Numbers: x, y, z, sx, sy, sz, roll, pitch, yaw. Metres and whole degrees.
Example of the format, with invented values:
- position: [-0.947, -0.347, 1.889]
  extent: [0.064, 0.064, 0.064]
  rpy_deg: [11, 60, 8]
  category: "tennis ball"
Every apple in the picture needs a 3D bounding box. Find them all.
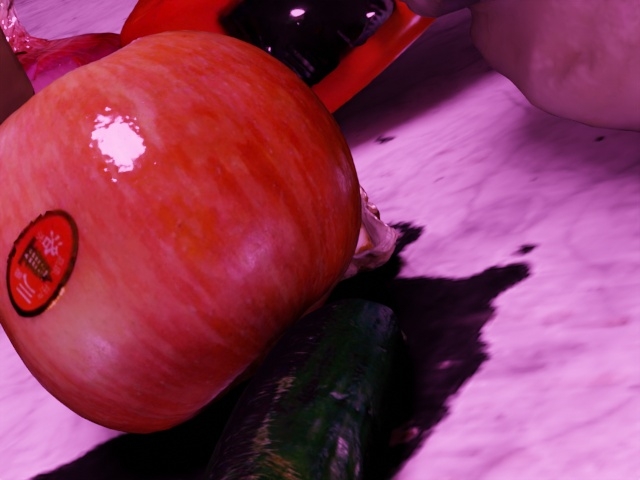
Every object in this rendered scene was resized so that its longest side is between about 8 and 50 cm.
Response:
- position: [-0.057, -0.008, 0.579]
  extent: [0.146, 0.131, 0.146]
  rpy_deg: [-39, -6, -5]
  category: "apple"

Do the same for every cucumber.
- position: [-0.014, 0.082, 0.443]
  extent: [0.056, 0.056, 0.284]
  rpy_deg: [-19, 16, 18]
  category: "cucumber"

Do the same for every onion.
- position: [-0.173, -0.103, 0.969]
  extent: [0.150, 0.140, 0.150]
  rpy_deg: [-20, 19, 7]
  category: "onion"

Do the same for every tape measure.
- position: [0.005, -0.162, 0.849]
  extent: [0.260, 0.114, 0.253]
  rpy_deg: [-46, 14, -6]
  category: "tape measure"

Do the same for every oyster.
- position: [0.002, -0.002, 0.666]
  extent: [0.051, 0.034, 0.093]
  rpy_deg: [-44, 33, -3]
  category: "oyster"

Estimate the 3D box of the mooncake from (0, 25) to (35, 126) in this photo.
- position: [-0.287, -0.066, 0.809]
  extent: [0.284, 0.284, 0.155]
  rpy_deg: [-4, 32, 46]
  category: "mooncake"

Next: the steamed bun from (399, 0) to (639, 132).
- position: [0.144, -0.158, 0.603]
  extent: [0.394, 0.238, 0.346]
  rpy_deg: [25, 23, 40]
  category: "steamed bun"
